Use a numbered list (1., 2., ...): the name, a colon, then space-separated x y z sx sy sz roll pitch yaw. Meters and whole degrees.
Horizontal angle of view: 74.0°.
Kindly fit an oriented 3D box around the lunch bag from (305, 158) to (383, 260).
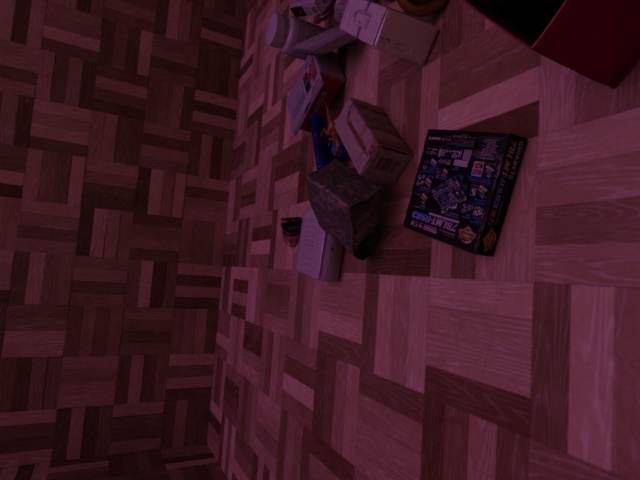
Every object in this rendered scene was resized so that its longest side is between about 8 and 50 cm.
1. lunch bag: 0.089 -0.094 1.473 0.235 0.168 0.287 40 151 37

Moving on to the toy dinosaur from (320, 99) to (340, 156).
1. toy dinosaur: 0.042 -0.425 1.586 0.112 0.064 0.212 28 141 63

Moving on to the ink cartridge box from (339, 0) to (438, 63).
1. ink cartridge box: 0.216 -0.688 1.381 0.283 0.207 0.117 60 137 49

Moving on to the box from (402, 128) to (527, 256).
1. box: 0.363 -0.139 1.124 0.295 0.073 0.294 30 112 60

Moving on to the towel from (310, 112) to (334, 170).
1. towel: 0.016 -0.347 1.784 0.228 0.076 0.309 77 -175 -65

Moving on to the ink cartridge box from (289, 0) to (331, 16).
1. ink cartridge box: 0.034 -1.125 1.838 0.175 0.069 0.371 22 75 45

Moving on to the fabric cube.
1. fabric cube: 0.479 -0.480 0.772 0.259 0.258 0.254 -61 34 37

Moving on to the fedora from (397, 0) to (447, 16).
1. fedora: 0.318 -0.783 1.303 0.079 0.194 0.195 -43 -33 -75

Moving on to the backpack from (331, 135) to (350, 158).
1. backpack: 0.097 -0.380 1.662 0.101 0.097 0.120 28 108 47

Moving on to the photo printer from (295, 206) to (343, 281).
1. photo printer: 0.000 0.000 1.755 0.256 0.107 0.308 11 93 63

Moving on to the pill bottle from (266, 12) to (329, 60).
1. pill bottle: -0.094 -0.924 1.948 0.160 0.282 0.161 -22 65 59

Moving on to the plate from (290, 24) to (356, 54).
1. plate: 0.041 -0.825 1.749 0.277 0.277 0.045 45 161 55

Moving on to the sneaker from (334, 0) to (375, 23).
1. sneaker: 0.132 -0.935 1.711 0.252 0.102 0.111 -5 78 63

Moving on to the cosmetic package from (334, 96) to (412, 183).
1. cosmetic package: 0.173 -0.345 1.452 0.129 0.153 0.296 -59 37 36

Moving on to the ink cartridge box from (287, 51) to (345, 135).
1. ink cartridge box: -0.023 -0.653 1.917 0.309 0.130 0.272 -53 39 45

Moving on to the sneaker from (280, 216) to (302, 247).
1. sneaker: -0.121 -0.027 1.980 0.314 0.115 0.136 -118 23 -78

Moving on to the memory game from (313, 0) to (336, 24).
1. memory game: 0.039 -1.053 1.929 0.186 0.012 0.186 -28 42 28
